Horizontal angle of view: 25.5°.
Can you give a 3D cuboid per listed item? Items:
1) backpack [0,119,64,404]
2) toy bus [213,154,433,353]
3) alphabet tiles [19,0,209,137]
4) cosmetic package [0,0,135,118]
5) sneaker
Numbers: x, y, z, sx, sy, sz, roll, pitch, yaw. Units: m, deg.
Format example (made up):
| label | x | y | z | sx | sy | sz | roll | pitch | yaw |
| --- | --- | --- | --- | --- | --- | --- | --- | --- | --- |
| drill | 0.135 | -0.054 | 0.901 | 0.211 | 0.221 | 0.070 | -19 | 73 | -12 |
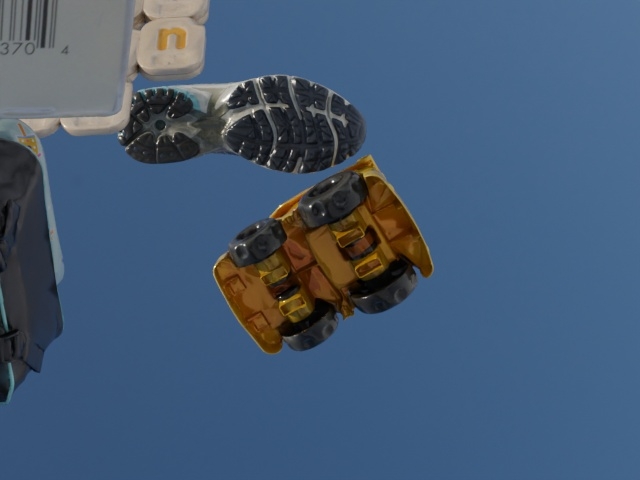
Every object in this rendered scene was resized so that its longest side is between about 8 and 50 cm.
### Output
| label | x | y | z | sx | sy | sz | roll | pitch | yaw |
| --- | --- | --- | --- | --- | --- | --- | --- | --- | --- |
| backpack | -0.261 | 0.001 | 0.896 | 0.188 | 0.166 | 0.144 | 4 | -144 | 10 |
| toy bus | 0.000 | 0.000 | 1.603 | 0.149 | 0.220 | 0.211 | 58 | -171 | -19 |
| alphabet tiles | -0.240 | -0.181 | 1.243 | 0.284 | 0.021 | 0.278 | -4 | -133 | 2 |
| cosmetic package | -0.193 | -0.196 | 0.713 | 0.153 | 0.129 | 0.296 | -4 | -139 | -21 |
| sneaker | -0.084 | -0.144 | 1.619 | 0.283 | 0.110 | 0.122 | 5 | -165 | 9 |
